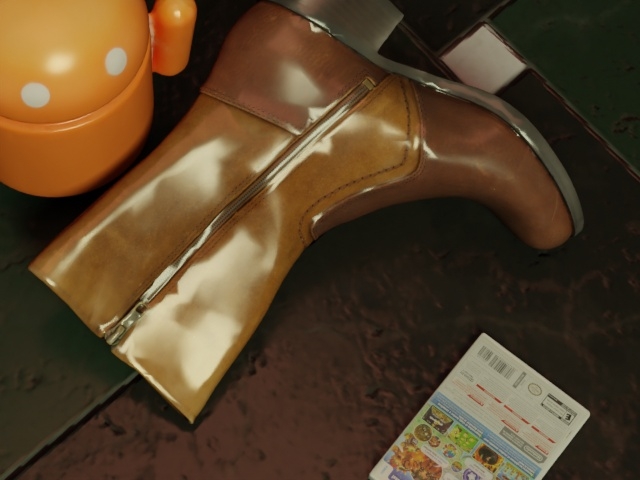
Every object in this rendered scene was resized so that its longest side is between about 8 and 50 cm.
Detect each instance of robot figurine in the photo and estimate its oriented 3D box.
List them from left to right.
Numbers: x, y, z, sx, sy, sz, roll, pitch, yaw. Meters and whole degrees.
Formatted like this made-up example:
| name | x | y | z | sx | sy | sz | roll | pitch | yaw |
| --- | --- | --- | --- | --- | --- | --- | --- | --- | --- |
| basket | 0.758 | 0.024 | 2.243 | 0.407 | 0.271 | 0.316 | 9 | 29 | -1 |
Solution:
| name | x | y | z | sx | sy | sz | roll | pitch | yaw |
| --- | --- | --- | --- | --- | --- | --- | --- | --- | --- |
| robot figurine | -0.167 | -0.106 | 1.134 | 0.158 | 0.219 | 0.128 | 17 | 68 | 3 |

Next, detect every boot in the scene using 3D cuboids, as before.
| name | x | y | z | sx | sy | sz | roll | pitch | yaw |
| --- | --- | --- | --- | --- | --- | --- | --- | --- | --- |
| boot | 0.000 | 0.000 | 1.164 | 0.264 | 0.096 | 0.280 | 41 | 81 | -21 |

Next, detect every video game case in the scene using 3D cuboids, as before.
| name | x | y | z | sx | sy | sz | roll | pitch | yaw |
| --- | --- | --- | --- | --- | --- | --- | --- | --- | --- |
| video game case | 0.101 | 0.129 | 1.170 | 0.087 | 0.011 | 0.122 | 37 | 71 | 10 |
